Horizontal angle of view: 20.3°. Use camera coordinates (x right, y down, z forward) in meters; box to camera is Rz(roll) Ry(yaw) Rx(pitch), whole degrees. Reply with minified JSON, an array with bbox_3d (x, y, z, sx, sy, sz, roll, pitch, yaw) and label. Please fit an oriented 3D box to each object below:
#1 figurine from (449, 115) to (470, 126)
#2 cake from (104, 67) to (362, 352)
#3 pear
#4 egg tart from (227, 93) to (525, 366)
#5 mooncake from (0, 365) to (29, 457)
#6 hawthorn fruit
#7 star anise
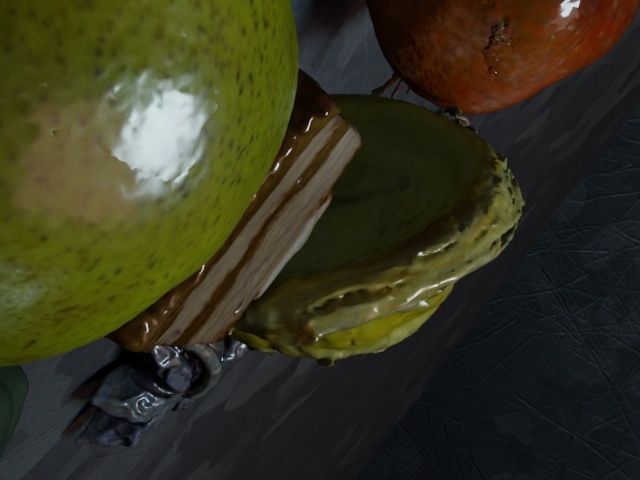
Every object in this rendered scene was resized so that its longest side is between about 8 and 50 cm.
[{"bbox_3d":[0.127,-0.066,1.990,0.157,0.126,0.114,-46,-150,-6],"label":"figurine"},{"bbox_3d":[-0.098,-0.058,1.110,0.196,0.199,0.293,-55,171,3],"label":"cake"},{"bbox_3d":[-0.149,-0.086,0.685,0.294,0.294,0.294,-46,167,-14],"label":"pear"},{"bbox_3d":[0.000,0.000,1.337,0.315,0.315,0.120,-39,133,-38],"label":"egg tart"},{"bbox_3d":[-0.272,0.095,1.132,0.104,0.168,0.175,-62,-163,11],"label":"mooncake"},{"bbox_3d":[0.124,-0.196,1.427,0.299,0.211,0.211,-43,173,36],"label":"hawthorn fruit"},{"bbox_3d":[-0.143,0.122,1.715,0.230,0.081,0.262,-35,167,-10],"label":"star anise"}]
